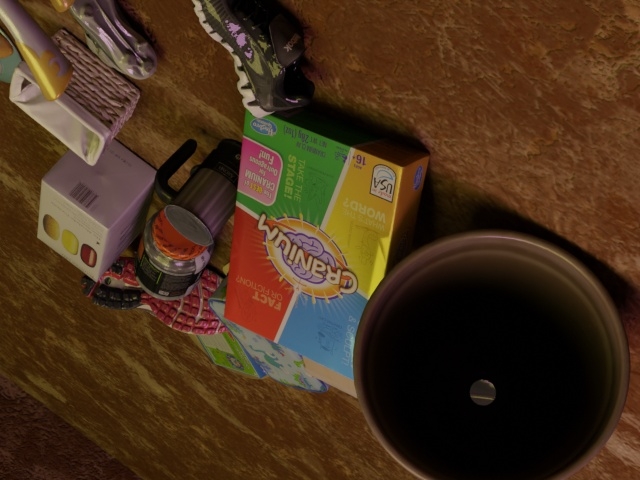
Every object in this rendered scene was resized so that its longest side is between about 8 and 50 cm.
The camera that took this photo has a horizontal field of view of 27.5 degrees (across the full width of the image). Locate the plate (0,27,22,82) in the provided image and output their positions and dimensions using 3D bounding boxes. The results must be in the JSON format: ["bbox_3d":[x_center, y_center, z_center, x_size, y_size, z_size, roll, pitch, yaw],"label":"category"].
[{"bbox_3d":[-0.553,-0.317,2.085,0.188,0.024,0.188,28,152,16],"label":"plate"}]

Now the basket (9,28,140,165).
[{"bbox_3d":[-0.358,-0.212,1.919,0.167,0.103,0.113,40,154,-3],"label":"basket"}]

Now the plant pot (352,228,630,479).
[{"bbox_3d":[0.212,0.173,1.654,0.323,0.323,0.280,31,171,13],"label":"plant pot"}]

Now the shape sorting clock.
[{"bbox_3d":[-0.169,0.179,2.393,0.206,0.040,0.206,30,150,19],"label":"shape sorting clock"}]

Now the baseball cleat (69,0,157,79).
[{"bbox_3d":[-0.303,-0.296,1.748,0.109,0.072,0.206,14,143,51],"label":"baseball cleat"}]

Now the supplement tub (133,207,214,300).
[{"bbox_3d":[-0.237,0.016,2.125,0.117,0.117,0.190,37,155,1],"label":"supplement tub"}]

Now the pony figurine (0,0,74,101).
[{"bbox_3d":[-0.388,-0.383,1.470,0.302,0.351,0.363,13,164,47],"label":"pony figurine"}]

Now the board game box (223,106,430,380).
[{"bbox_3d":[0.000,0.000,1.689,0.242,0.064,0.317,23,120,28],"label":"board game box"}]

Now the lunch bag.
[{"bbox_3d":[-0.070,0.142,2.102,0.176,0.090,0.219,4,139,47],"label":"lunch bag"}]

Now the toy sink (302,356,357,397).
[{"bbox_3d":[0.057,0.133,1.905,0.131,0.153,0.234,23,152,28],"label":"toy sink"}]

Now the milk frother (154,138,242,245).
[{"bbox_3d":[-0.165,-0.061,1.884,0.129,0.135,0.143,28,153,21],"label":"milk frother"}]

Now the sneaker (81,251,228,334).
[{"bbox_3d":[-0.266,0.082,2.299,0.299,0.121,0.112,16,-173,18],"label":"sneaker"}]

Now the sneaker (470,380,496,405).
[{"bbox_3d":[0.203,0.154,1.857,0.118,0.083,0.222,-2,137,38],"label":"sneaker"}]

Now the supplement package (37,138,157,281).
[{"bbox_3d":[-0.371,-0.056,2.155,0.139,0.134,0.244,37,154,3],"label":"supplement package"}]

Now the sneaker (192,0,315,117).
[{"bbox_3d":[-0.071,-0.244,1.539,0.106,0.078,0.234,3,136,34],"label":"sneaker"}]

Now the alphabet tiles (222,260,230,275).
[{"bbox_3d":[-0.029,0.111,2.127,0.278,0.021,0.284,41,154,-7],"label":"alphabet tiles"}]
